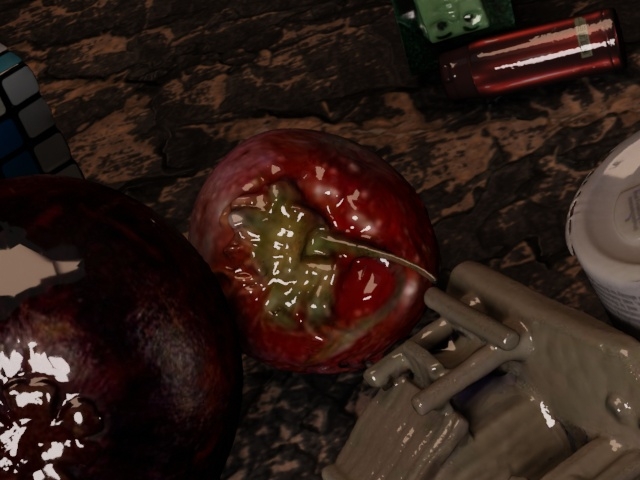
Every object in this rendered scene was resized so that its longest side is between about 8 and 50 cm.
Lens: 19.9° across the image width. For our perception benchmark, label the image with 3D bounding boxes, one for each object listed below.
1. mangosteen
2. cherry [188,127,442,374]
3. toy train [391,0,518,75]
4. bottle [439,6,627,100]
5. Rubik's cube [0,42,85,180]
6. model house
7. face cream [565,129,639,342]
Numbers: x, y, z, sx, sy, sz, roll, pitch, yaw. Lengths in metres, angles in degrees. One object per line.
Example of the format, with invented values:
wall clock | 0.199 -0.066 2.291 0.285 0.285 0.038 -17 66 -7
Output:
mangosteen | -0.201 0.094 1.272 0.297 0.297 0.293 -25 35 -3
cherry | 0.000 0.000 1.391 0.192 0.175 0.250 10 22 5
toy train | 0.107 -0.331 1.710 0.160 0.253 0.397 -10 35 6
bottle | 0.185 -0.161 1.611 0.164 0.060 0.060 -12 36 16
Rubik's cube | -0.339 -0.094 1.724 0.151 0.154 0.155 -34 36 -18
model house | 0.111 0.134 1.191 0.188 0.122 0.229 -38 40 -18
face cream | 0.272 0.015 1.212 0.177 0.153 0.177 -24 33 17
